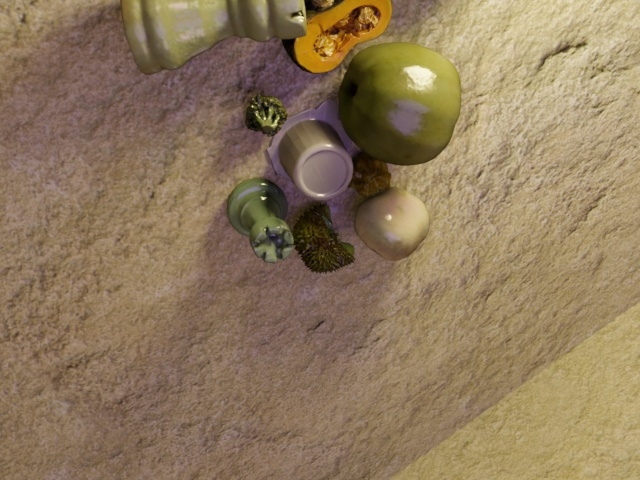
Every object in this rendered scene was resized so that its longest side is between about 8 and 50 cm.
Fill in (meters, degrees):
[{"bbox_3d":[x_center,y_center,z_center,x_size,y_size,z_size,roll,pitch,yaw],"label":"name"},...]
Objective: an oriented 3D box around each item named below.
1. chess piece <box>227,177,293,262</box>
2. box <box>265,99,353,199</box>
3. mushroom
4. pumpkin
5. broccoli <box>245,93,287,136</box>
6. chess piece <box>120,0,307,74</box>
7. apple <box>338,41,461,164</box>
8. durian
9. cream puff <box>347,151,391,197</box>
[{"bbox_3d":[-0.170,-0.051,1.981,0.195,0.299,0.194,-7,119,-13],"label":"chess piece"},{"bbox_3d":[0.005,-0.257,1.979,0.262,0.206,0.291,22,111,-26],"label":"box"},{"bbox_3d":[0.222,-0.045,2.160,0.260,0.253,0.234,13,149,-18],"label":"mushroom"},{"bbox_3d":[0.033,-0.621,1.826,0.317,0.139,0.221,-32,129,5],"label":"pumpkin"},{"bbox_3d":[-0.159,-0.363,1.925,0.130,0.120,0.131,20,134,-32],"label":"broccoli"},{"bbox_3d":[-0.262,-0.578,1.668,0.442,0.234,0.234,-10,120,3],"label":"chess piece"},{"bbox_3d":[0.226,-0.391,1.899,0.357,0.357,0.357,-7,119,-13],"label":"apple"},{"bbox_3d":[0.000,0.003,2.119,0.177,0.200,0.237,-32,128,-11],"label":"durian"},{"bbox_3d":[0.157,-0.210,2.086,0.156,0.156,0.121,-1,119,-16],"label":"cream puff"}]
